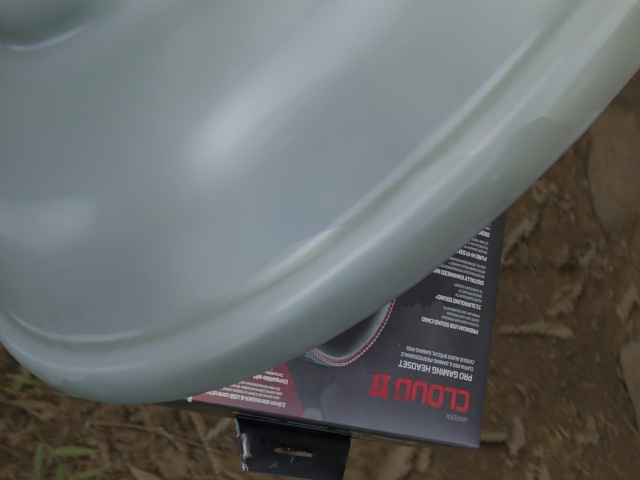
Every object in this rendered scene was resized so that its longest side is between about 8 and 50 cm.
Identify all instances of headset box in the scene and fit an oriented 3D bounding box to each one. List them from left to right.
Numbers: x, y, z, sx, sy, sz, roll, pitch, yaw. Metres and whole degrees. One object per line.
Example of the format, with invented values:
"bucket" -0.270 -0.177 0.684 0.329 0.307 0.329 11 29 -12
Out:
"headset box" 0.000 0.000 0.852 0.110 0.218 0.293 -6 72 55

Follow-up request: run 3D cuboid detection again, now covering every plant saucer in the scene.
"plant saucer" -0.022 -0.141 0.481 0.400 0.100 0.400 -33 37 30
